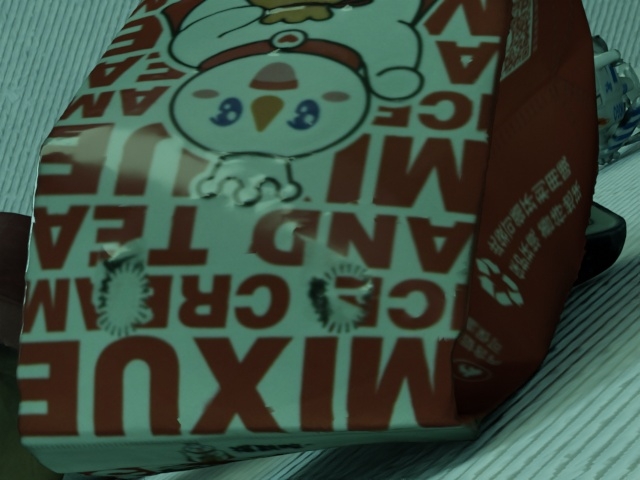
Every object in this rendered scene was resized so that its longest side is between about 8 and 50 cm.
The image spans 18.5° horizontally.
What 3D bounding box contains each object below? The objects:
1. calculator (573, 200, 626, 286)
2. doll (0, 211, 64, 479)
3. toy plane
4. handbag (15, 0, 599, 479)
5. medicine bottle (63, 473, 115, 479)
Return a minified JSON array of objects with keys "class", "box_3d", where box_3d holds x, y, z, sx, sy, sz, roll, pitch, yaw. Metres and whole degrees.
[{"class":"calculator","box_3d":[0.000,0.000,0.905,0.177,0.040,0.268,-28,33,-30]},{"class":"doll","box_3d":[-0.181,0.094,0.833,0.196,0.152,0.256,15,48,37]},{"class":"toy plane","box_3d":[0.221,-0.120,1.488,0.182,0.107,0.273,-20,3,39]},{"class":"handbag","box_3d":[0.007,-0.020,0.734,0.171,0.151,0.298,-6,28,17]},{"class":"medicine bottle","box_3d":[-0.108,0.050,1.063,0.293,0.141,0.141,-27,2,1]}]
